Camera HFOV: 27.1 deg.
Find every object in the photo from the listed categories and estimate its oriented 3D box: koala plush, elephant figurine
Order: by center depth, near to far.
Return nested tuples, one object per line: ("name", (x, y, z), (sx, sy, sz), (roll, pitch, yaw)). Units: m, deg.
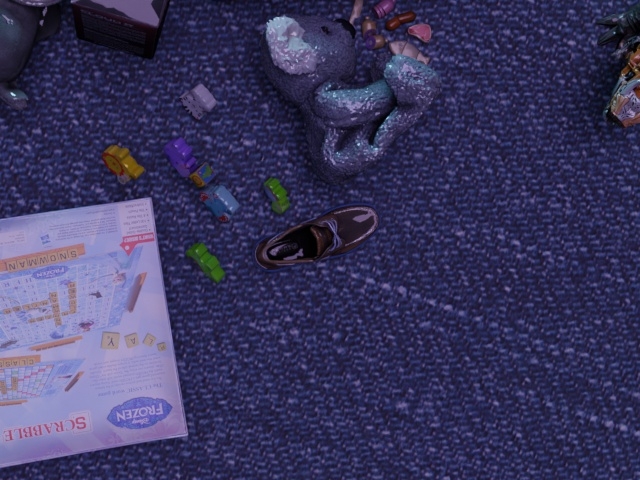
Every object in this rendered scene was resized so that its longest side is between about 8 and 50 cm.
("elephant figurine", (-0.388, -0.322, 1.682), (0.239, 0.169, 0.186), (-48, 131, -18))
("koala plush", (0.008, -0.206, 1.723), (0.221, 0.196, 0.203), (42, 94, -10))

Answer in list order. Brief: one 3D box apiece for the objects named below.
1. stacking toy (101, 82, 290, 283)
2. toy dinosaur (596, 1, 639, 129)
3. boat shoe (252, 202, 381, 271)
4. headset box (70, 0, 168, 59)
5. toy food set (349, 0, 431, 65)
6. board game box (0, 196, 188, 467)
("stacking toy", (-0.157, -0.076, 1.735), (0.221, 0.052, 0.167), (51, 58, -11))
("toy dinosaur", (0.497, -0.267, 1.778), (0.322, 0.218, 0.164), (-26, 93, -8))
("boat shoe", (0.000, 0.000, 1.776), (0.183, 0.066, 0.066), (-23, 93, -8))
("headset box", (-0.225, -0.358, 1.631), (0.110, 0.293, 0.218), (15, 88, -8))
("toy food set", (0.101, -0.291, 1.817), (0.122, 0.019, 0.078), (17, 87, -8))
("board game box", (-0.353, 0.122, 1.721), (0.319, 0.066, 0.318), (-8, 90, -9))
